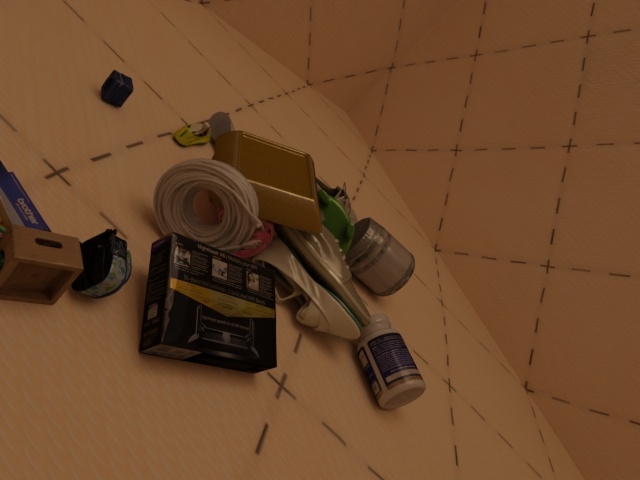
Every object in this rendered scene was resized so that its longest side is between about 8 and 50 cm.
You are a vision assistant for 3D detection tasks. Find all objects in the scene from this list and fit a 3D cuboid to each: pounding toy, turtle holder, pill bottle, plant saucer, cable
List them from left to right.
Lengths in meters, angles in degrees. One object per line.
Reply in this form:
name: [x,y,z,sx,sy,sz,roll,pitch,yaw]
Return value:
pounding toy: [-0.495,0.024,0.821,0.141,0.130,0.100,19,36,-50]
cable: [-0.281,-0.079,1.215,0.089,0.256,0.257,-69,140,-70]
plant saucer: [-0.143,-0.193,1.418,0.332,0.081,0.333,15,40,-20]
turtle holder: [0.006,-0.019,1.670,0.320,0.243,0.227,34,-3,-5]
pill bottle: [0.203,0.369,1.513,0.153,0.153,0.265,24,33,-45]

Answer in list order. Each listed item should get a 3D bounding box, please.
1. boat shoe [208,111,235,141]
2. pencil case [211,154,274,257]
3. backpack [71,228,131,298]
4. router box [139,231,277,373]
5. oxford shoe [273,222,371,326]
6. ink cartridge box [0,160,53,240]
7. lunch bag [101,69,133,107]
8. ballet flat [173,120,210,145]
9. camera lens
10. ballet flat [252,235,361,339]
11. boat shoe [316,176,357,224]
boat shoe: [-0.345,-0.362,1.799,0.084,0.095,0.258,73,-3,-62]
pencil case: [-0.244,-0.129,1.480,0.159,0.167,0.386,9,40,-25]
backpack: [-0.421,0.054,0.946,0.084,0.104,0.114,53,20,-54]
router box: [-0.232,0.147,1.078,0.308,0.081,0.243,27,50,-43]
oxford shoe: [0.026,0.070,1.486,0.449,0.130,0.169,53,-20,-2]
ink cartridge box: [-0.618,-0.062,0.832,0.186,0.065,0.311,52,21,8]
lunch bag: [-0.602,-0.451,1.436,0.065,0.098,0.067,16,44,-48]
ballet flat: [-0.420,-0.374,1.673,0.077,0.077,0.231,46,22,-5]
camera lens: [0.222,0.071,1.943,0.274,0.219,0.219,41,23,-16]
ballet flat: [-0.054,0.164,1.435,0.400,0.139,0.139,48,22,9]
boat shoe: [0.068,-0.187,2.159,0.367,0.156,0.136,33,27,-33]
